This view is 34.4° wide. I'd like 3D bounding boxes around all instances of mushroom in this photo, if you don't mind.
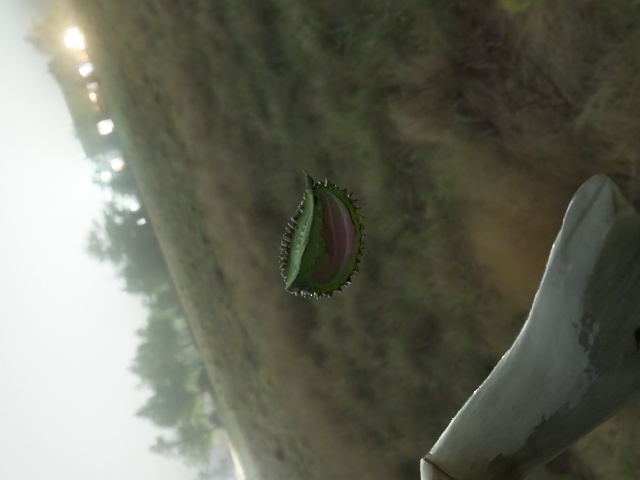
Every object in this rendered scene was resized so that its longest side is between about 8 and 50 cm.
[{"bbox_3d":[0.199,0.116,0.906,0.159,0.329,0.122,38,178,5],"label":"mushroom"}]

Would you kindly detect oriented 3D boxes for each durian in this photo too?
[{"bbox_3d":[-0.001,0.003,1.767,0.095,0.137,0.221,-22,53,60],"label":"durian"}]
